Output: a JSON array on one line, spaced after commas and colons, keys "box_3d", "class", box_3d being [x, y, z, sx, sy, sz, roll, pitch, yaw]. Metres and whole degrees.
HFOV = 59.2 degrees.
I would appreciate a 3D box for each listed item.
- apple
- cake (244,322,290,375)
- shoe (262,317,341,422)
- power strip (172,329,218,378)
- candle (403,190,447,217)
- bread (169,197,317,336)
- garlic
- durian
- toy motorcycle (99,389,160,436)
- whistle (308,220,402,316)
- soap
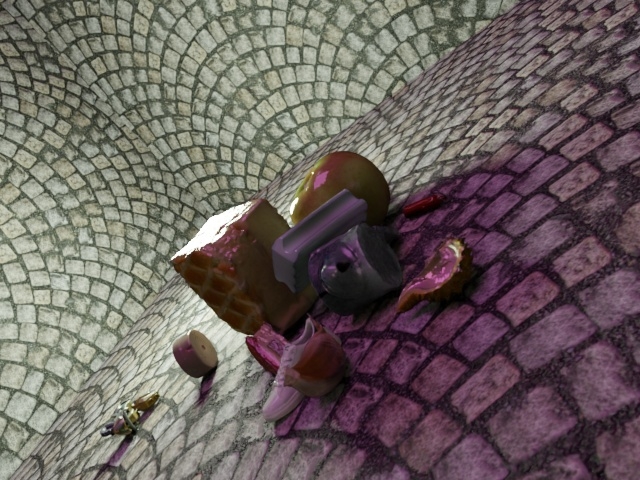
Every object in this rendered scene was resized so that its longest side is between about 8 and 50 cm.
[{"box_3d": [0.070, -0.128, 1.829, 0.319, 0.277, 0.319, -53, 13, 18], "class": "apple"}, {"box_3d": [-0.128, 0.289, 1.504, 0.086, 0.116, 0.220, -41, 14, -21], "class": "cake"}, {"box_3d": [-0.067, 0.301, 1.348, 0.265, 0.110, 0.095, -47, 17, -25], "class": "shoe"}, {"box_3d": [-0.417, 0.379, 1.883, 0.078, 0.154, 0.154, -37, 17, 9], "class": "power strip"}, {"box_3d": [0.308, -0.109, 1.649, 0.162, 0.048, 0.053, -24, 6, 47], "class": "candle"}, {"box_3d": [-0.222, 0.099, 1.768, 0.279, 0.371, 0.390, -46, 20, -30], "class": "bread"}, {"box_3d": [-0.004, 0.262, 1.264, 0.090, 0.128, 0.198, -49, 10, 42], "class": "garlic"}, {"box_3d": [0.253, 0.095, 1.212, 0.224, 0.078, 0.140, -47, 26, 21], "class": "durian"}, {"box_3d": [-0.654, 0.608, 1.968, 0.130, 0.094, 0.229, -16, 17, 47], "class": "toy motorcycle"}, {"box_3d": [0.099, 0.040, 1.493, 0.168, 0.188, 0.405, -34, 17, 25], "class": "whistle"}, {"box_3d": [0.000, 0.000, 1.587, 0.289, 0.095, 0.173, -38, -31, -27], "class": "soap"}]
